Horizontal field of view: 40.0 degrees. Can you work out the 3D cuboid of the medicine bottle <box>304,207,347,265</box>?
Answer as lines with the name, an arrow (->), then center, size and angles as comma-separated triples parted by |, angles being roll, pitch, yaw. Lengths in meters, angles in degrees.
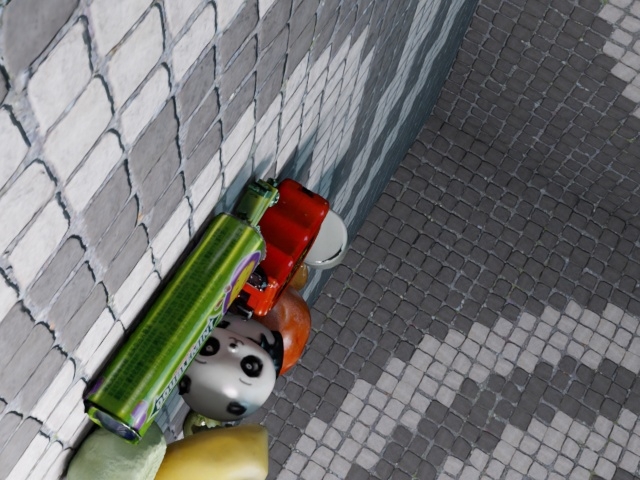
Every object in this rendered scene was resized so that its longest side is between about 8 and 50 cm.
medicine bottle -> 0.000, 0.000, 2.152 | 0.143, 0.143, 0.258 | -59, 173, -4

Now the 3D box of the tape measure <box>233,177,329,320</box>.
tape measure -> -0.095, 0.027, 1.650 | 0.253, 0.114, 0.260 | -57, 177, -30

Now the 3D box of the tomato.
tomato -> -0.122, 0.196, 1.870 | 0.232, 0.188, 0.232 | -60, 172, -14

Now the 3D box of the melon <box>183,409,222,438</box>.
melon -> -0.293, 0.468, 2.193 | 0.099, 0.099, 0.162 | -56, 170, -35

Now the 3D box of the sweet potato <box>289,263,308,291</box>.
sweet potato -> -0.070, 0.122, 2.579 | 0.055, 0.058, 0.202 | -84, -167, -47

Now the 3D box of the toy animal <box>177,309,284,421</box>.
toy animal -> -0.173, 0.242, 1.661 | 0.235, 0.187, 0.165 | -43, 154, -77

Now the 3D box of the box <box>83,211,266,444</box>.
box -> -0.205, 0.128, 1.279 | 0.345, 0.097, 0.134 | -57, 174, -25

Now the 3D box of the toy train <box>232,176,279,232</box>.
toy train -> -0.114, -0.051, 1.439 | 0.122, 0.050, 0.081 | -59, 167, 7

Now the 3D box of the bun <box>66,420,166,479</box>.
bun -> -0.319, 0.351, 1.327 | 0.195, 0.118, 0.195 | 26, 90, -89

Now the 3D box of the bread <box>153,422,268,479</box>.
bread -> -0.233, 0.480, 1.608 | 0.329, 0.245, 0.424 | -28, 169, -41
